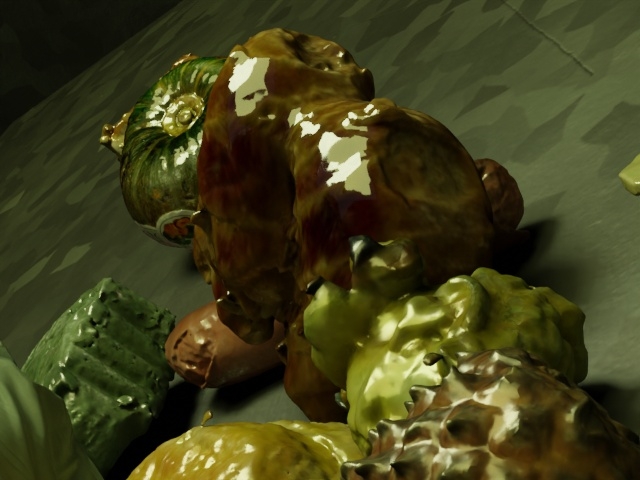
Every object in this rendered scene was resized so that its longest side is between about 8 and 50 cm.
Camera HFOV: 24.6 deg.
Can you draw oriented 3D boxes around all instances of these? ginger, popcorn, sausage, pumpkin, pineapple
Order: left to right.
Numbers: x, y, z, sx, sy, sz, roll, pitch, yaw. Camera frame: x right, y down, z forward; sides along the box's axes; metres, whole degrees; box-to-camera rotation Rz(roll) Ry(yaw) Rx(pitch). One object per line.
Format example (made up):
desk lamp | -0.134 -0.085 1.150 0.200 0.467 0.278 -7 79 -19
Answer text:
pumpkin | -0.129 -0.108 1.850 0.260 0.189 0.260 -20 50 26
ginger | 0.007 0.003 1.202 0.357 0.152 0.274 41 113 35
sausage | 0.011 0.043 1.356 0.419 0.094 0.094 -29 42 34
pineapple | 0.036 0.225 0.822 0.361 0.175 0.175 -51 18 2
popcorn | 0.075 0.093 0.995 0.195 0.173 0.168 16 60 26

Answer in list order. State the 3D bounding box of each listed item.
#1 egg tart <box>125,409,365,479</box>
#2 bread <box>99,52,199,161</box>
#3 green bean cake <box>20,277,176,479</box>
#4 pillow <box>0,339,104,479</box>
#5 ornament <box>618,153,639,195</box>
egg tart | -0.075 0.227 1.059 0.319 0.128 0.319 -35 22 16
bread | -0.208 -0.155 2.090 0.185 0.114 0.275 -43 -4 -4
green bean cake | -0.249 0.173 1.492 0.222 0.125 0.227 -45 20 35
pillow | -0.264 0.257 1.152 0.138 0.283 0.310 -17 24 29
ornament | 0.328 -0.092 1.093 0.180 0.059 0.201 -16 29 46
